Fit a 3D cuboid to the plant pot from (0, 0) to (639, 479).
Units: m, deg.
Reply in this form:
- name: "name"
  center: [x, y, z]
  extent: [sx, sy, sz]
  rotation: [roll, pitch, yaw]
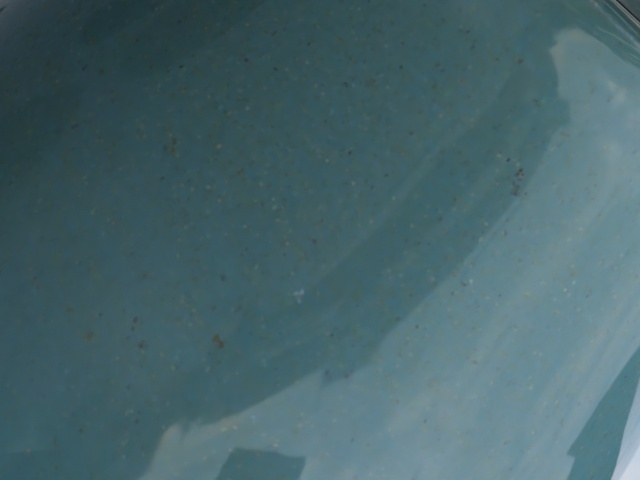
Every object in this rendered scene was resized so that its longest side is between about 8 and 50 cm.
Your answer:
- name: "plant pot"
  center: [0.000, 0.000, 0.537]
  extent: [0.255, 0.272, 0.271]
  rotation: [-45, -168, 18]
